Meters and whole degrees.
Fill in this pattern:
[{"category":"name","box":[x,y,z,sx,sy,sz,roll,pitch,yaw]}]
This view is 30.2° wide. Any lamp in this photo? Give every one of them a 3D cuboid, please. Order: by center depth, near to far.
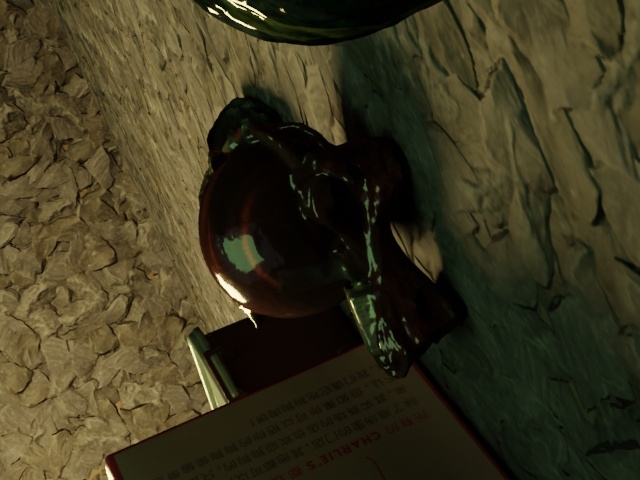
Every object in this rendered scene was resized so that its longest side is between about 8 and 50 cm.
[{"category":"lamp","box":[-0.011,0.005,0.949,0.215,0.151,0.223,65,166,-17]}]

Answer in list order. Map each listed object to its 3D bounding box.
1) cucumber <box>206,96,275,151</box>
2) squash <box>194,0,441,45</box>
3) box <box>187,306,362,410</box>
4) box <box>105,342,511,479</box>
[{"category":"cucumber","box":[-0.071,-0.078,1.223,0.193,0.086,0.115,-124,12,-62]},{"category":"squash","box":[-0.013,-0.209,0.508,0.252,0.165,0.252,158,90,-76]},{"category":"box","box":[-0.021,0.206,1.340,0.193,0.167,0.294,57,165,39]},{"category":"box","box":[0.019,0.321,1.057,0.312,0.314,0.300,50,158,50]}]
